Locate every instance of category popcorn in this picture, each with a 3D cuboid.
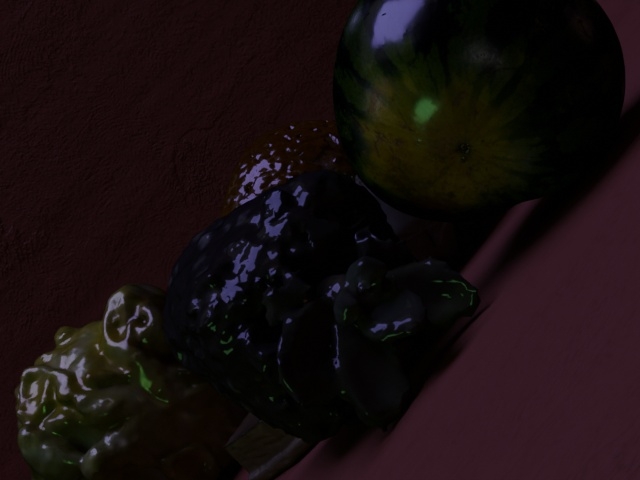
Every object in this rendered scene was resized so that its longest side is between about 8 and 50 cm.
[{"bbox_3d":[-0.232,0.227,2.115,0.312,0.312,0.312,-49,3,4],"label":"popcorn"}]

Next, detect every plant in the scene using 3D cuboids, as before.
[{"bbox_3d":[-0.003,0.060,1.505,0.215,0.213,0.312,-48,13,-14],"label":"plant"}]

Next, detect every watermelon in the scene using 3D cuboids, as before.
[{"bbox_3d":[0.137,-0.142,1.515,0.269,0.269,0.269,-49,3,4],"label":"watermelon"}]

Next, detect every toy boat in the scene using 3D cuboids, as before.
[{"bbox_3d":[-0.028,0.179,1.741,0.116,0.061,0.188,-51,4,-36],"label":"toy boat"}]

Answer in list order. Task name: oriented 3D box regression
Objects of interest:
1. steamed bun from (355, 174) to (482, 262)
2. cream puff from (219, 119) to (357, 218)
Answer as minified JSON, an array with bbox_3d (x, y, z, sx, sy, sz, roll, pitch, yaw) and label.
[{"bbox_3d":[0.108,-0.038,1.802,0.211,0.144,0.218,124,154,-79],"label":"steamed bun"},{"bbox_3d":[0.000,0.000,2.013,0.303,0.212,0.303,17,-90,-71],"label":"cream puff"}]
